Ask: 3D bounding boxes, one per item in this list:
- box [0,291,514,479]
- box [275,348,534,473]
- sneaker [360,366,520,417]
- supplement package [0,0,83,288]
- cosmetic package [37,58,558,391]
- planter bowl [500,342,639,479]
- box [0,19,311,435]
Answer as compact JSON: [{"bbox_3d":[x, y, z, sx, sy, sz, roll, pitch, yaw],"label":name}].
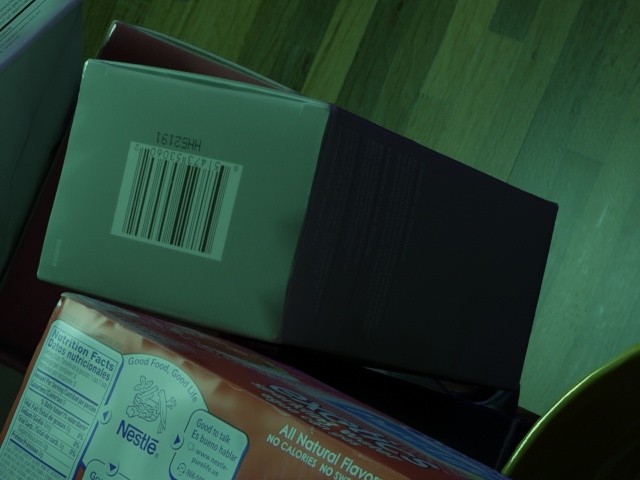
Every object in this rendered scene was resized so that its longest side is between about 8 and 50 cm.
[{"bbox_3d":[0.006,0.125,0.631,0.257,0.128,0.123,23,2,42],"label":"box"},{"bbox_3d":[0.076,0.141,0.954,0.153,0.108,0.207,15,-7,41],"label":"box"},{"bbox_3d":[0.006,0.104,1.360,0.300,0.121,0.111,22,2,-12],"label":"sneaker"},{"bbox_3d":[-0.245,-0.050,0.993,0.203,0.194,0.149,23,46,16],"label":"supplement package"},{"bbox_3d":[0.000,0.000,0.844,0.127,0.107,0.238,12,0,28],"label":"cosmetic package"},{"bbox_3d":[0.161,0.140,0.655,0.217,0.217,0.090,24,2,39],"label":"planter bowl"},{"bbox_3d":[-0.077,0.020,1.021,0.127,0.232,0.148,23,2,18],"label":"box"}]
